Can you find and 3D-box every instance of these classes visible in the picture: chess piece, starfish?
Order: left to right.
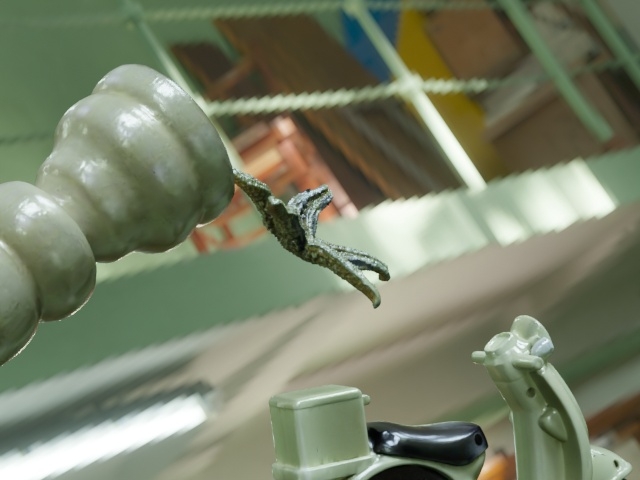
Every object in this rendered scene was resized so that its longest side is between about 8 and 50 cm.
[{"bbox_3d":[-0.230,-0.005,1.619,0.299,0.167,0.167,-40,-7,-28],"label":"chess piece"},{"bbox_3d":[0.000,0.000,1.748,0.208,0.176,0.053,19,-69,-52],"label":"starfish"}]

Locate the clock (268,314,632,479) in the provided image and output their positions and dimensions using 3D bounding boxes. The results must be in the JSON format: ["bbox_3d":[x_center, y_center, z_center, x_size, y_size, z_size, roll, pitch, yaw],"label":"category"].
[{"bbox_3d":[0.143,0.227,1.854,0.379,0.277,0.120,-12,6,-27],"label":"clock"}]
